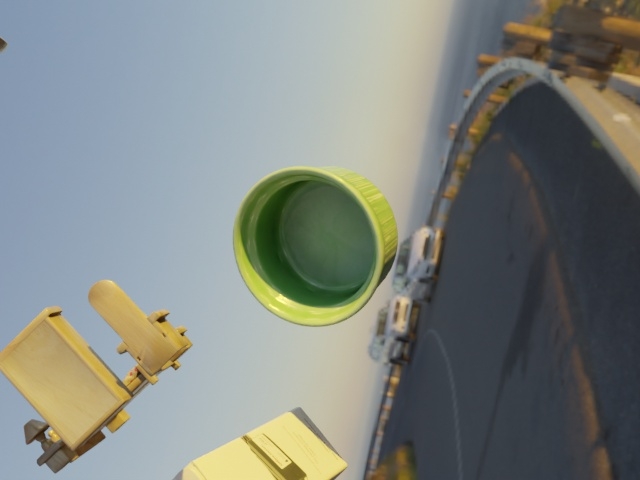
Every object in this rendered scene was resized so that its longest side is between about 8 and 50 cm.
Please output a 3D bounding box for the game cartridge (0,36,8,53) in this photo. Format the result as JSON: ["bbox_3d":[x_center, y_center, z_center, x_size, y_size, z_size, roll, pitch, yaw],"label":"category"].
[{"bbox_3d":[-0.365,-0.226,0.882,0.017,0.056,0.083,-51,-4,-2],"label":"game cartridge"}]

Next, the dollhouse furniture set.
[{"bbox_3d":[-0.334,0.181,1.321,0.303,0.174,0.355,-43,-3,4],"label":"dollhouse furniture set"}]

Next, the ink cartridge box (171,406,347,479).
[{"bbox_3d":[-0.164,0.496,1.537,0.285,0.166,0.395,-48,-17,20],"label":"ink cartridge box"}]

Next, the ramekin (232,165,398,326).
[{"bbox_3d":[0.000,0.000,1.586,0.148,0.304,0.303,-28,-48,-62],"label":"ramekin"}]
